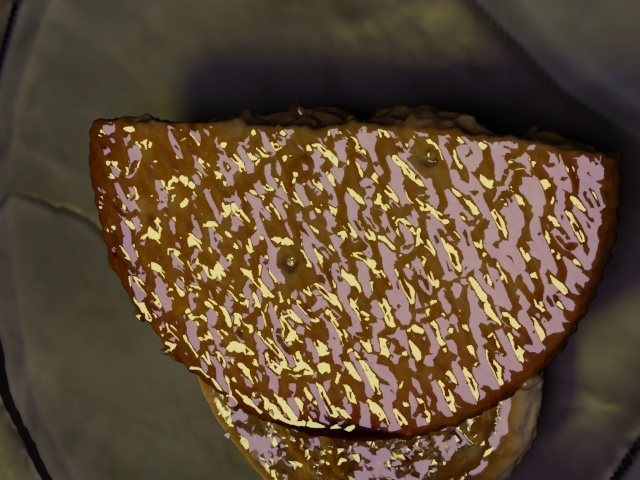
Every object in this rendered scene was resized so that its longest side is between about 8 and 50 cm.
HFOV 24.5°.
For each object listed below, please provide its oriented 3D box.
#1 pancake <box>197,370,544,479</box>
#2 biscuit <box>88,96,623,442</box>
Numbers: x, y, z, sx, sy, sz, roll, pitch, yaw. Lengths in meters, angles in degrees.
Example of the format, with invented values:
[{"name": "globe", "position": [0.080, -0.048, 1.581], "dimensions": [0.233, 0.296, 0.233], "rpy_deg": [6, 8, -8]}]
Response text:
[{"name": "pancake", "position": [0.012, 0.041, 0.573], "dimensions": [0.158, 0.028, 0.158], "rpy_deg": [6, 105, 24]}, {"name": "biscuit", "position": [0.007, 0.012, 0.541], "dimensions": [0.206, 0.025, 0.126], "rpy_deg": [5, 102, 23]}]
